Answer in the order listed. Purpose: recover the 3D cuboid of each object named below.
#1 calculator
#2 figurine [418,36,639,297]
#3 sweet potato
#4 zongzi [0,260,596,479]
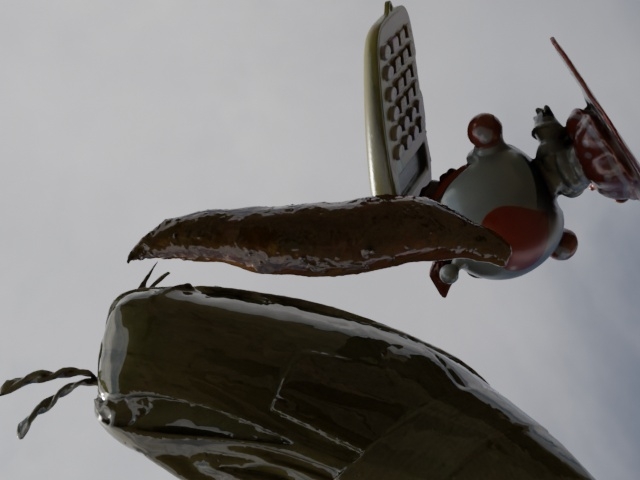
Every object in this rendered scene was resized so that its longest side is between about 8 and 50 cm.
[{"bbox_3d":[0.073,-0.115,1.179,0.033,0.237,0.157,1,-158,19],"label":"calculator"},{"bbox_3d":[0.187,-0.034,1.139,0.183,0.226,0.160,41,-160,-46],"label":"figurine"},{"bbox_3d":[0.000,0.000,0.980,0.314,0.072,0.066,-3,-78,-3],"label":"sweet potato"},{"bbox_3d":[-0.009,0.153,1.076,0.500,0.467,0.218,19,-98,-17],"label":"zongzi"}]
